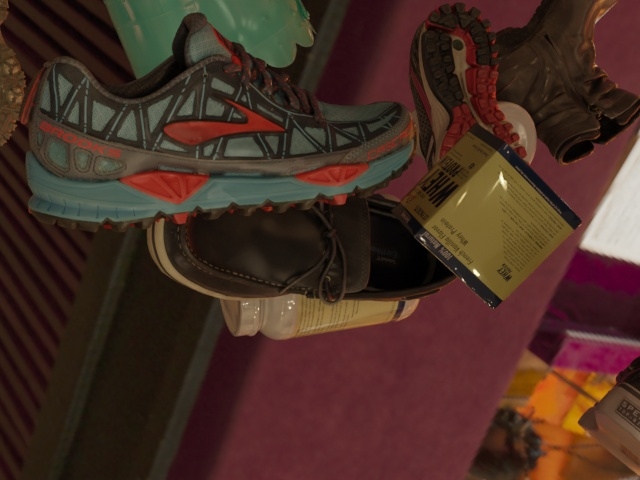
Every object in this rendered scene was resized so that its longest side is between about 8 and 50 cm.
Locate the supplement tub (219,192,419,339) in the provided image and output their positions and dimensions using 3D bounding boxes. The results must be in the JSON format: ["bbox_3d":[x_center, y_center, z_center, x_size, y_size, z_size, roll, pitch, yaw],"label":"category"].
[{"bbox_3d":[-0.007,0.047,1.736,0.325,0.235,0.235,-8,123,-17],"label":"supplement tub"}]

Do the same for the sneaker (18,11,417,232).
[{"bbox_3d":[-0.052,-0.080,0.618,0.262,0.104,0.125,-10,106,-25],"label":"sneaker"}]

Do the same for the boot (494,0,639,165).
[{"bbox_3d":[0.384,-0.249,1.424,0.338,0.223,0.118,-40,156,-20],"label":"boot"}]

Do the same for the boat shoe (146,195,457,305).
[{"bbox_3d":[0.000,0.000,1.382,0.500,0.156,0.186,9,81,-34],"label":"boat shoe"}]

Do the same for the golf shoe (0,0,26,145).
[{"bbox_3d":[-0.336,-0.177,0.958,0.069,0.086,0.176,-8,99,-39],"label":"golf shoe"}]

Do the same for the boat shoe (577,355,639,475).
[{"bbox_3d":[0.224,0.113,0.660,0.076,0.080,0.228,-48,156,-3],"label":"boat shoe"}]

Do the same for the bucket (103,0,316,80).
[{"bbox_3d":[-0.165,-0.323,1.427,0.281,0.281,0.183,-33,115,-16],"label":"bucket"}]

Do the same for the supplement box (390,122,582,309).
[{"bbox_3d":[0.109,-0.016,0.657,0.083,0.056,0.083,41,97,-22],"label":"supplement box"}]

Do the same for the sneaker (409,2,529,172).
[{"bbox_3d":[0.178,-0.135,1.218,0.121,0.112,0.299,-5,87,-13],"label":"sneaker"}]

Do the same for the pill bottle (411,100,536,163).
[{"bbox_3d":[0.199,-0.143,1.363,0.108,0.193,0.108,-5,102,-25],"label":"pill bottle"}]
